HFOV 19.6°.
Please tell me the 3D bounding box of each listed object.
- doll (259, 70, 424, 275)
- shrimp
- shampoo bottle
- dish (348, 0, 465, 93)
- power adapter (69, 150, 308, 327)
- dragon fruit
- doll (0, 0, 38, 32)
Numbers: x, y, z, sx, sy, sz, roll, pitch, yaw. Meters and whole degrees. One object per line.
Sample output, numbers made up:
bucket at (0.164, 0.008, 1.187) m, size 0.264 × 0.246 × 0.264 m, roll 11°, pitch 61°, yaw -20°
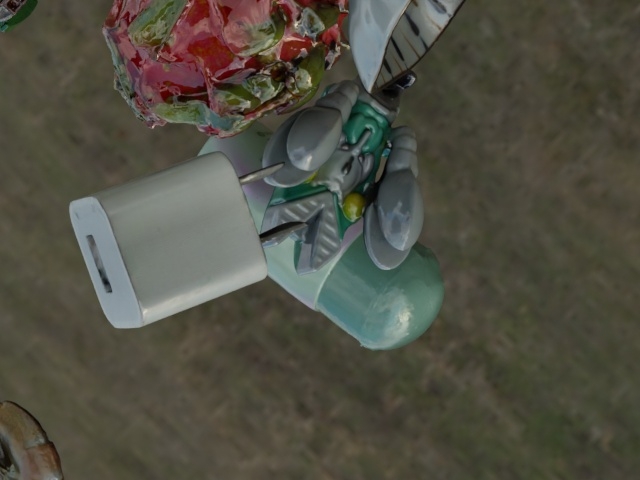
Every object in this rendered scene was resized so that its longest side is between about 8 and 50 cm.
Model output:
doll at (0.018, -0.092, 2.008) m, size 0.195 × 0.258 × 0.153 m, roll 7°, pitch 168°, yaw -22°
shrimp at (-0.346, 0.229, 1.857) m, size 0.248 × 0.068 × 0.150 m, roll 4°, pitch 93°, yaw 35°
shampoo bottle at (0.000, 0.000, 2.309) m, size 0.349 × 0.151 × 0.222 m, roll 36°, pitch -173°, yaw 16°
dish at (0.069, -0.203, 1.367) m, size 0.066 × 0.191 × 0.191 m, roll 36°, pitch 158°, yaw 9°
power adapter at (-0.111, -0.012, 1.730) m, size 0.125 × 0.205 × 0.130 m, roll -9°, pitch 100°, yaw 67°
dragon fruit at (-0.095, -0.235, 1.945) m, size 0.237 × 0.302 × 0.231 m, roll 47°, pitch -169°, yaw -14°
doll at (-0.407, -0.315, 2.312) m, size 0.106 × 0.134 × 0.186 m, roll 41°, pitch 147°, yaw -15°
